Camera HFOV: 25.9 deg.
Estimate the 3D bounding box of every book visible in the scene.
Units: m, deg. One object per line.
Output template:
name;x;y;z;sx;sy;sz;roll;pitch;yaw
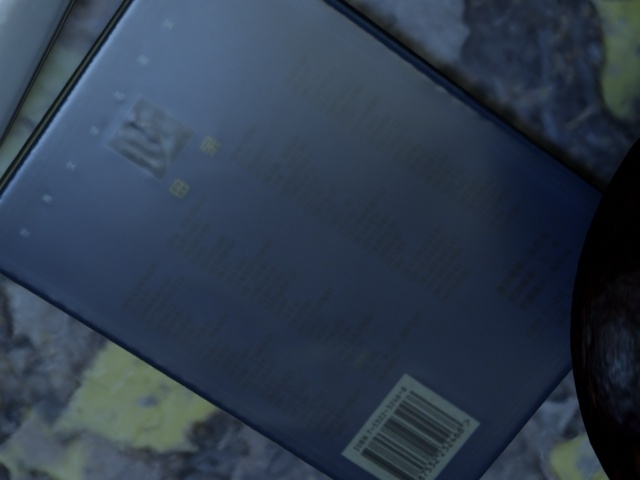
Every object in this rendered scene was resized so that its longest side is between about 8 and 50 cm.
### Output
book;0.000;0.000;0.638;0.269;0.025;0.191;34;104;-13

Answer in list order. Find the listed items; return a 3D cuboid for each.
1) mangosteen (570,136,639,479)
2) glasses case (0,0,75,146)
mangosteen;0.247;0.011;0.509;0.297;0.297;0.313;14;113;-7
glasses case;-0.140;-0.108;0.578;0.074;0.049;0.193;27;106;-11
